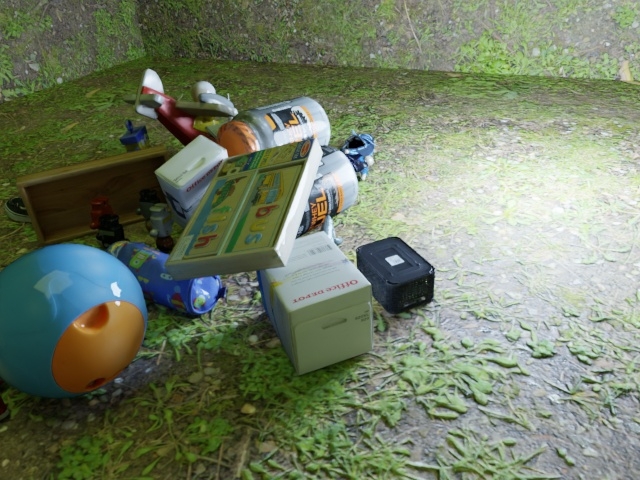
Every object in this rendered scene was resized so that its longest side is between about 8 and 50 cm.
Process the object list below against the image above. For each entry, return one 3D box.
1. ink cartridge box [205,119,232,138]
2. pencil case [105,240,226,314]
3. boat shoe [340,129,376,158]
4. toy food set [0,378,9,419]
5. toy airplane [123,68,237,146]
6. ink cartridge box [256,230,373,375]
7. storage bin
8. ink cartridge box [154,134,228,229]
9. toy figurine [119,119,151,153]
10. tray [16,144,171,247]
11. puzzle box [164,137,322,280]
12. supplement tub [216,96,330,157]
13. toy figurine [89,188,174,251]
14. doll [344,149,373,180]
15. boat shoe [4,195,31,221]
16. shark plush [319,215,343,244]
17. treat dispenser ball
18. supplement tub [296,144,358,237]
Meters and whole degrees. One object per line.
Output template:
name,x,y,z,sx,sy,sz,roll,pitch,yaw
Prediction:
ink cartridge box,-0.157,-0.280,1.718,0.330,0.071,0.324,-27,65,-40
pencil case,-0.375,0.082,1.255,0.306,0.119,0.133,13,59,26
boat shoe,0.138,-0.339,1.903,0.109,0.089,0.258,6,33,17
toy food set,-0.651,0.306,0.987,0.111,0.104,0.232,-25,16,-7
toy airplane,-0.476,-0.461,1.851,0.386,0.384,0.272,29,72,-3
ink cartridge box,-0.017,0.122,1.093,0.171,0.168,0.232,-16,33,-15
storage bin,0.170,0.075,1.227,0.122,0.084,0.180,-16,32,-18
ink cartridge box,-0.335,-0.145,1.462,0.100,0.237,0.172,34,64,19
toy figurine,-0.670,-0.303,1.838,0.191,0.217,0.362,-2,31,5
tray,-0.644,-0.137,1.575,0.411,0.202,0.076,-18,33,-20
puzzle box,-0.160,-0.082,1.214,0.272,0.052,0.409,-8,40,21
supplement tub,-0.137,-0.303,1.559,0.193,0.193,0.316,21,35,36
toy figurine,-0.516,-0.036,1.460,0.209,0.148,0.213,-16,30,-28
doll,0.111,-0.253,1.762,0.189,0.046,0.129,-18,69,-46
boat shoe,-0.893,-0.114,1.667,0.301,0.102,0.108,15,36,28
shark plush,0.000,0.000,1.388,0.073,0.067,0.161,11,35,24
treat dispenser ball,-0.478,0.150,1.001,0.288,0.288,0.288,-4,31,2
supplement tub,-0.074,-0.118,1.460,0.338,0.207,0.207,-31,40,-34
